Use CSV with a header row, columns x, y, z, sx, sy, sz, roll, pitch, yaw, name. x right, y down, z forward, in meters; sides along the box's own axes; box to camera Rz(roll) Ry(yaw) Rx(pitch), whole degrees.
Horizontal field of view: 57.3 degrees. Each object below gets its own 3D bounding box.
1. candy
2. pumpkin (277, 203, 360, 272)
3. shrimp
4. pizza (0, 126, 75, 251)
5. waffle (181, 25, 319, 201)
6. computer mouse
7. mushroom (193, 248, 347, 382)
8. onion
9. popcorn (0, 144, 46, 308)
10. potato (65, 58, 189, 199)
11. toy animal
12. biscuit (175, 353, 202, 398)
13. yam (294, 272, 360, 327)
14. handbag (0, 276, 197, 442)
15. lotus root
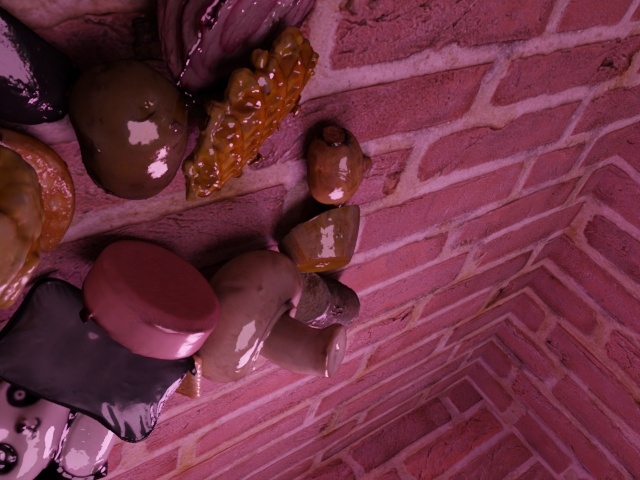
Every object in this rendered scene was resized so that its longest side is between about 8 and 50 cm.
x,y,z,sx,sy,sz,roll,pitch,yaw,name
-0.303,0.103,1.048,0.094,0.255,0.255,-51,148,18,candy
0.013,0.013,1.368,0.218,0.110,0.217,-22,170,-4,pumpkin
0.056,-0.117,1.359,0.190,0.042,0.101,-51,155,14,shrimp
-0.428,-0.075,0.864,0.127,0.058,0.246,-32,150,-15,pizza
-0.107,-0.196,0.933,0.325,0.068,0.302,-50,180,34,waffle
-0.384,-0.209,0.727,0.122,0.073,0.217,-47,149,6,computer mouse
-0.142,0.159,1.257,0.315,0.315,0.356,-9,176,-41,mushroom
-0.104,-0.350,0.808,0.314,0.146,0.280,-51,175,26,onion
-0.483,-0.037,0.651,0.334,0.293,0.292,-10,112,2,popcorn
-0.261,-0.144,0.817,0.165,0.165,0.262,-28,168,-20,potato
-0.549,0.345,1.111,0.251,0.251,0.310,-44,138,6,toy animal
-0.357,0.240,1.201,0.160,0.250,0.030,101,11,-46,biscuit
0.007,0.166,1.571,0.154,0.154,0.254,-47,146,11,yam
-0.396,0.218,1.044,0.191,0.332,0.075,-62,-162,-20,handbag
0.031,-0.142,1.230,0.125,0.118,0.220,-16,138,-7,lotus root
